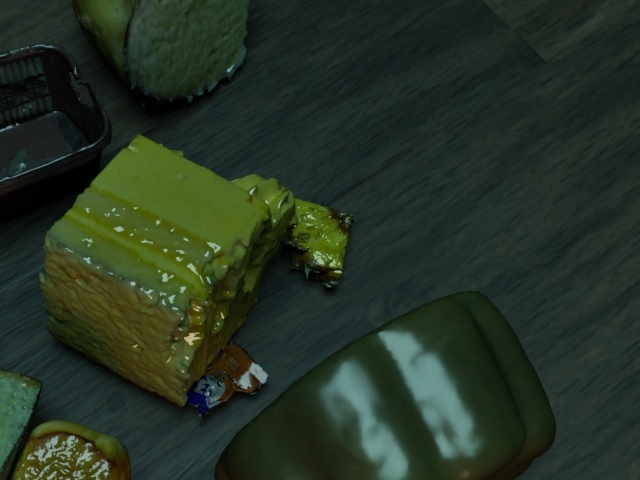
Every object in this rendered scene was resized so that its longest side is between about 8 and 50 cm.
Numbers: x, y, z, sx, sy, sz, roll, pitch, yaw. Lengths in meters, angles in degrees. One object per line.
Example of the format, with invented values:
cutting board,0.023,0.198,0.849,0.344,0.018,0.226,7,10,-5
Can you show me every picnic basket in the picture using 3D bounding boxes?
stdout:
picnic basket,-0.440,-0.126,1.659,0.297,0.129,0.222,-23,64,-18

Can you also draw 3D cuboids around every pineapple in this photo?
pineapple,0.000,0.000,1.677,0.116,0.069,0.137,-26,76,-24

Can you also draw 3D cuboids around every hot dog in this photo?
hot dog,-0.305,0.344,1.400,0.150,0.153,0.256,14,61,6

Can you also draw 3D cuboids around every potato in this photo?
potato,-0.252,-0.366,1.766,0.237,0.300,0.289,26,26,31

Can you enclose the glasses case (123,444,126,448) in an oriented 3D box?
glasses case,-0.267,0.283,1.511,0.034,0.023,0.083,17,62,8

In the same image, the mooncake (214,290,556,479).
mooncake,0.076,0.236,1.381,0.379,0.378,0.200,-29,73,-19

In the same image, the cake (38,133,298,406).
cake,-0.184,0.014,1.554,0.228,0.222,0.286,28,54,10

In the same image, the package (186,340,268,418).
package,-0.127,0.184,1.575,0.111,0.033,0.077,-36,43,-27

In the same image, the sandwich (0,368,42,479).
sandwich,-0.399,0.264,1.353,0.100,0.254,0.288,18,72,1
